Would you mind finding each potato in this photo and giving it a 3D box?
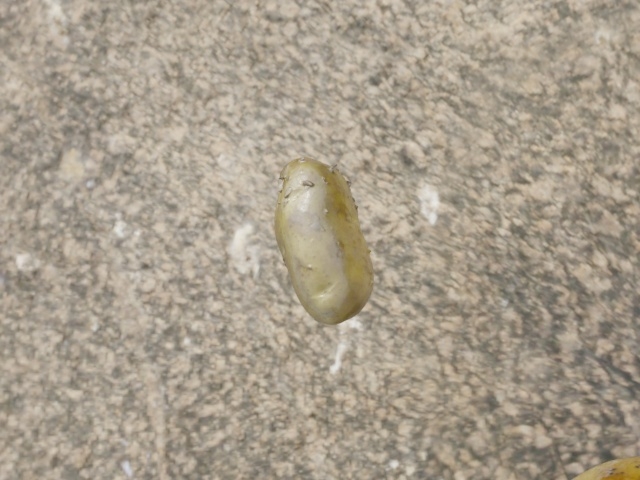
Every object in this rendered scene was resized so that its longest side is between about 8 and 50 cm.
[{"bbox_3d":[0.000,0.000,0.370,0.040,0.051,0.083,-21,69,26],"label":"potato"}]

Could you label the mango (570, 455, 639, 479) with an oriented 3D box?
[{"bbox_3d":[0.220,0.277,0.551,0.193,0.146,0.316,36,140,33],"label":"mango"}]
